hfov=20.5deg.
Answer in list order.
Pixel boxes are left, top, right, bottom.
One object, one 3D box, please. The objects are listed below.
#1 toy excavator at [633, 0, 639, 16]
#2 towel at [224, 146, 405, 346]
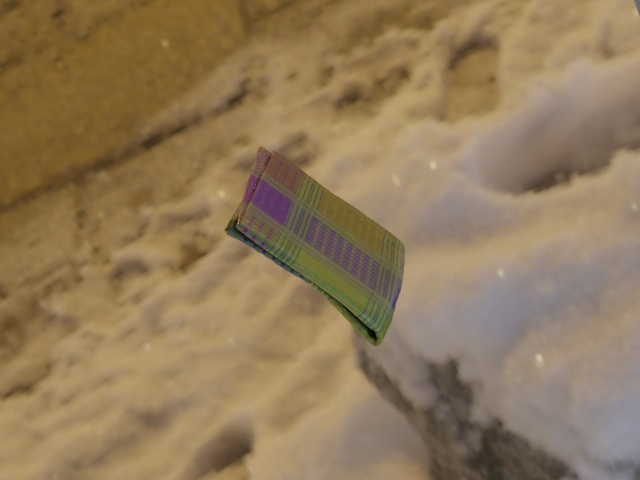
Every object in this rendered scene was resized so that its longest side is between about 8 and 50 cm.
[{"bbox_3d":[0.190,-0.191,0.563,0.445,0.433,0.222,35,33,7],"label":"toy excavator"},{"bbox_3d":[0.000,0.000,0.548,0.009,0.060,0.083,-51,8,18],"label":"towel"}]
